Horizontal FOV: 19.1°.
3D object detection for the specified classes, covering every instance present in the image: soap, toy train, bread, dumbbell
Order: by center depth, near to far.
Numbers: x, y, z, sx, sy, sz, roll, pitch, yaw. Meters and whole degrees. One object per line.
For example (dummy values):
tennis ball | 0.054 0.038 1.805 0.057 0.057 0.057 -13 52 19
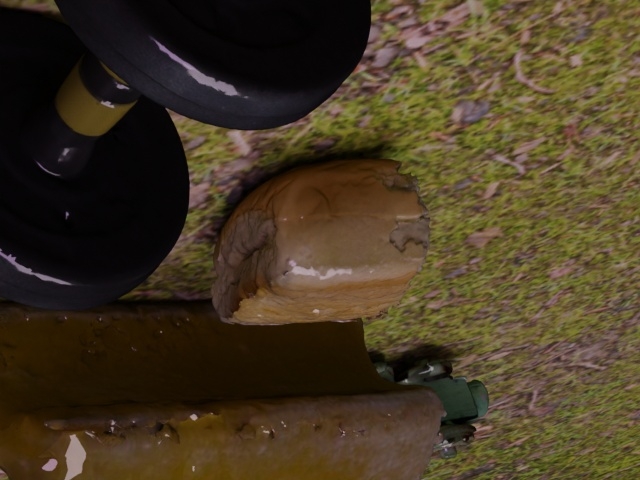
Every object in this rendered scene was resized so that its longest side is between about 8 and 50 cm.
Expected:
dumbbell | -0.084 -0.072 0.792 0.143 0.143 0.325 2 149 -39
bread | 0.000 0.001 1.100 0.106 0.082 0.125 4 160 -22
soap | -0.128 0.191 1.215 0.339 0.169 0.304 1 119 -39
toy train | 0.028 0.142 1.433 0.194 0.080 0.125 -7 163 -25
